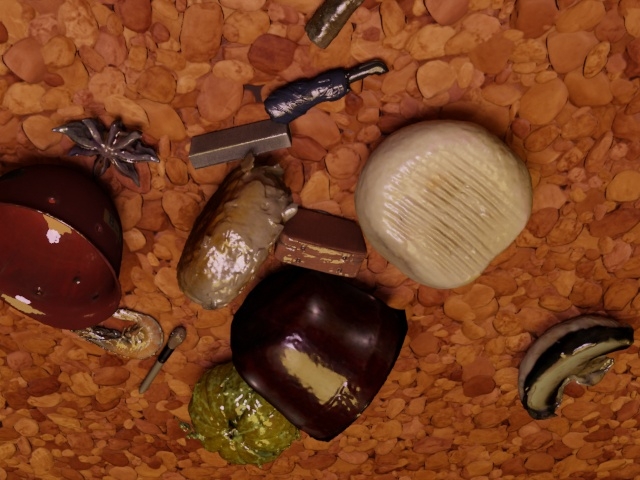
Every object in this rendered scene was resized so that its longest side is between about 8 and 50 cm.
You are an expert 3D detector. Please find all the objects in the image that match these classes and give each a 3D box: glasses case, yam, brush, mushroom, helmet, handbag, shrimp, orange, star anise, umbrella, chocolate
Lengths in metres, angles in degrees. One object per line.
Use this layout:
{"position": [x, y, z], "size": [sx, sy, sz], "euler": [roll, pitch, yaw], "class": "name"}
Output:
{"position": [-0.161, -0.195, 1.343], "size": [0.204, 0.071, 0.047], "euler": [-12, 130, 6], "class": "glasses case"}
{"position": [0.069, -0.447, 1.164], "size": [0.061, 0.061, 0.253], "euler": [33, 119, -23], "class": "yam"}
{"position": [-0.426, 0.323, 1.751], "size": [0.039, 0.042, 0.299], "euler": [36, 122, -4], "class": "brush"}
{"position": [0.642, 0.315, 1.725], "size": [0.247, 0.130, 0.344], "euler": [6, 130, -26], "class": "mushroom"}
{"position": [-0.543, -0.016, 1.370], "size": [0.337, 0.230, 0.385], "euler": [1, 140, 9], "class": "helmet"}
{"position": [0.000, 0.000, 1.446], "size": [0.193, 0.151, 0.072], "euler": [13, 123, -8], "class": "handbag"}
{"position": [-0.515, 0.223, 1.671], "size": [0.251, 0.052, 0.144], "euler": [18, 115, -24], "class": "shrimp"}
{"position": [-0.190, 0.429, 1.720], "size": [0.300, 0.223, 0.301], "euler": [37, 122, -9], "class": "orange"}
{"position": [-0.427, -0.184, 1.350], "size": [0.204, 0.061, 0.181], "euler": [3, 134, -1], "class": "star anise"}
{"position": [0.009, -0.297, 1.284], "size": [0.248, 0.071, 0.071], "euler": [-24, 125, 8], "class": "umbrella"}
{"position": [-0.038, 0.227, 1.523], "size": [0.331, 0.384, 0.384], "euler": [36, 120, -8], "class": "chocolate"}

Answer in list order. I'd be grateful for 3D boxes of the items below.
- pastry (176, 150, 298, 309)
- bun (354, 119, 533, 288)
{"position": [-0.185, -0.006, 1.339], "size": [0.136, 0.330, 0.330], "euler": [33, 120, -17], "class": "pastry"}
{"position": [0.247, -0.081, 1.357], "size": [0.361, 0.213, 0.361], "euler": [-2, 111, -5], "class": "bun"}
